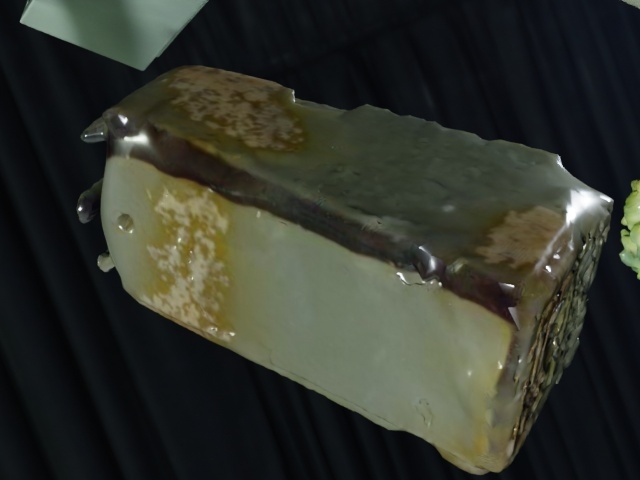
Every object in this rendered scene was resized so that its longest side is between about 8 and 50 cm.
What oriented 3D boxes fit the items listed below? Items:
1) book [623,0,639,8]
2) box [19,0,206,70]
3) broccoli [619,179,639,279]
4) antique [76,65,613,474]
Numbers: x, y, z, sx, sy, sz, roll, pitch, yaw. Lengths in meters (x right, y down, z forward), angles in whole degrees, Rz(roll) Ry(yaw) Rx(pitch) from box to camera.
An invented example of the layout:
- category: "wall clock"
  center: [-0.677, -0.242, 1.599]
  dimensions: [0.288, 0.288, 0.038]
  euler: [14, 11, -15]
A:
- category: "book"
  center: [0.072, -0.165, 0.486]
  dimensions: [0.018, 0.170, 0.242]
  euler: [-38, 48, -16]
- category: "box"
  center: [-0.126, -0.283, 1.116]
  dimensions: [0.117, 0.225, 0.225]
  euler: [21, -17, -18]
- category: "broccoli"
  center: [0.327, 0.003, 0.890]
  dimensions: [0.263, 0.247, 0.243]
  euler: [-13, 27, 15]
- category: "antique"
  center: [0.000, 0.000, 0.765]
  dimensions: [0.284, 0.125, 0.150]
  euler: [20, 34, 20]
